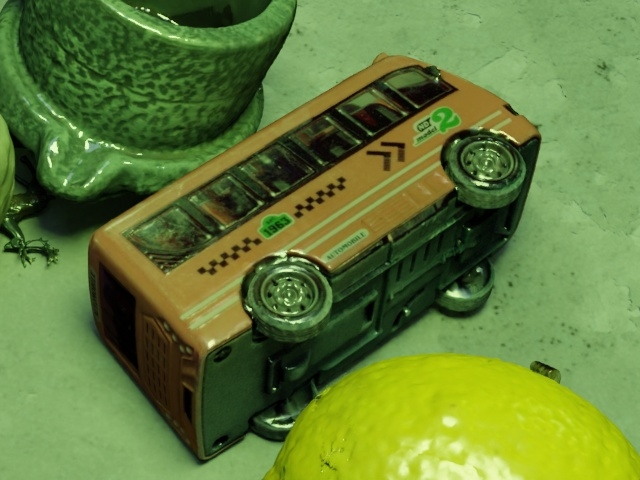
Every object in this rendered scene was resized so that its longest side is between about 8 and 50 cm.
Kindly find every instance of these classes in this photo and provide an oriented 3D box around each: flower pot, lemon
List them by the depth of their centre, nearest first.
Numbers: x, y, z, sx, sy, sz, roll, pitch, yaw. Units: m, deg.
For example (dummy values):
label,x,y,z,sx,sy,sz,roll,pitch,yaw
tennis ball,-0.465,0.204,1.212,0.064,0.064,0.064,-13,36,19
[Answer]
label,x,y,z,sx,sy,sz,roll,pitch,yaw
lemon,0.113,0.244,1.156,0.336,0.336,0.336,6,53,-8
flower pot,-0.187,-0.173,1.408,0.299,0.283,0.299,14,50,-17

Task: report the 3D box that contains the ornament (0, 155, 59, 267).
label,x,y,z,sx,sy,sz,roll,pitch,yaw
ornament,-0.293,-0.025,1.445,0.073,0.028,0.125,-27,62,-27

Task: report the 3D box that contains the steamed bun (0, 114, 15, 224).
label,x,y,z,sx,sy,sz,roll,pitch,yaw
steamed bun,-0.379,-0.059,1.370,0.211,0.144,0.218,26,98,17

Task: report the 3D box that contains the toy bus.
label,x,y,z,sx,sy,sz,roll,pitch,yaw
toy bus,0.000,0.000,1.381,0.427,0.203,0.233,-33,62,-27

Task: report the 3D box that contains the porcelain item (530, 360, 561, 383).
label,x,y,z,sx,sy,sz,roll,pitch,yaw
porcelain item,0.130,0.164,1.369,0.213,0.054,0.084,-14,17,-22
